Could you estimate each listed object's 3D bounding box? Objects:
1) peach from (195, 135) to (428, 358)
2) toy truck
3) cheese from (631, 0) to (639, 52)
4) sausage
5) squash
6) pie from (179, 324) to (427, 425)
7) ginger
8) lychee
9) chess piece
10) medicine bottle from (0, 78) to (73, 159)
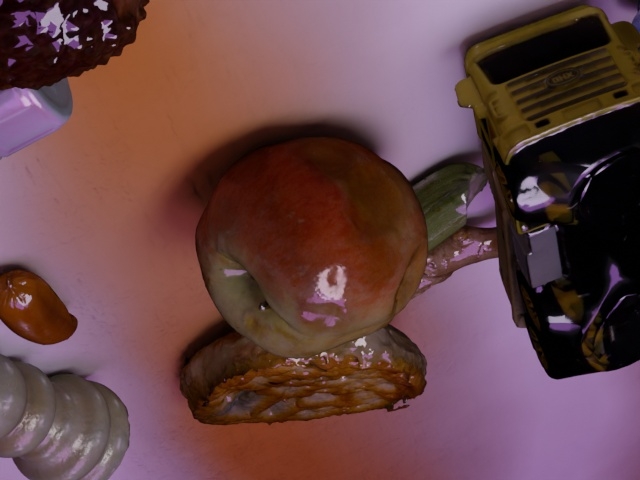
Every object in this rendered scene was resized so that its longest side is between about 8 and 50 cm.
[{"bbox_3d":[0.000,0.000,1.809,0.235,0.214,0.214,-25,164,-41],"label":"peach"},{"bbox_3d":[0.247,-0.048,1.839,0.181,0.254,0.405,-23,143,-3],"label":"toy truck"},{"bbox_3d":[0.353,-0.221,1.776,0.135,0.052,0.244,-23,167,-2],"label":"cheese"},{"bbox_3d":[-0.288,0.072,1.879,0.062,0.054,0.183,5,161,9],"label":"sausage"},{"bbox_3d":[0.089,-0.009,2.002,0.239,0.069,0.069,-38,152,29],"label":"squash"},{"bbox_3d":[-0.025,0.155,2.218,0.315,0.092,0.315,-8,162,-3],"label":"pie"},{"bbox_3d":[0.164,0.011,2.122,0.288,0.075,0.089,-26,151,22],"label":"ginger"},{"bbox_3d":[-0.208,-0.188,1.235,0.188,0.188,0.188,-18,157,-8],"label":"lychee"},{"bbox_3d":[-0.324,0.188,2.028,0.133,0.133,0.243,-28,150,16],"label":"chess piece"},{"bbox_3d":[-0.284,-0.108,1.388,0.168,0.135,0.135,-27,156,9],"label":"medicine bottle"}]
